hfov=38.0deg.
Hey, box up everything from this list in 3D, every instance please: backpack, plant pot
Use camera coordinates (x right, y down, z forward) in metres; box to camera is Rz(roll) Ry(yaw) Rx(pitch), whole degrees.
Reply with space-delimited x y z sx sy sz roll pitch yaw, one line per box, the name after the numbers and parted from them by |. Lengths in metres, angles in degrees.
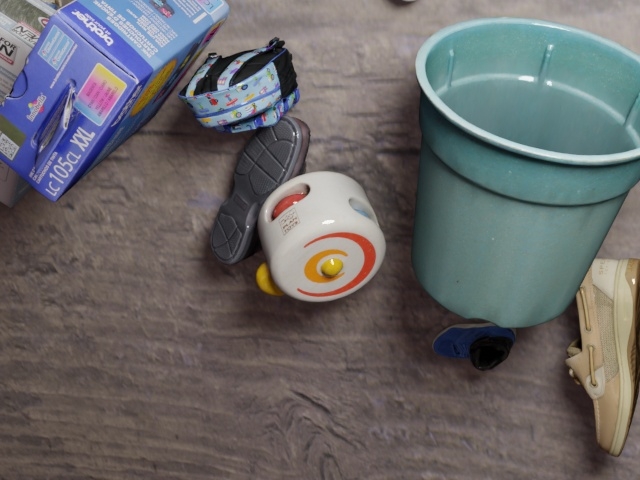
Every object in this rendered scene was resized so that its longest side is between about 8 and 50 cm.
-0.128 -0.226 1.436 0.158 0.173 0.117 -7 116 24 | backpack
0.274 -0.079 1.290 0.341 0.341 0.334 17 131 12 | plant pot

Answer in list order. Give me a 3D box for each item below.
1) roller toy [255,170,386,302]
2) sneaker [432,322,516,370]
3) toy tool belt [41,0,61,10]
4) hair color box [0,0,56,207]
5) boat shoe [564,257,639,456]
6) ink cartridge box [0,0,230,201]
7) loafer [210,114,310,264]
0.000 0.000 1.491 0.209 0.146 0.191 -5 134 -15 | roller toy
0.255 0.184 1.580 0.152 0.085 0.058 -11 114 27 | sneaker
-0.461 -0.378 1.553 0.051 0.052 0.083 36 126 8 | toy tool belt
-0.546 -0.249 1.591 0.185 0.114 0.374 33 135 0 | hair color box
0.454 0.185 1.491 0.110 0.121 0.341 5 110 24 | boat shoe
-0.324 -0.238 1.370 0.151 0.395 0.270 41 125 -5 | ink cartridge box
-0.091 -0.087 1.570 0.109 0.095 0.303 49 125 27 | loafer
